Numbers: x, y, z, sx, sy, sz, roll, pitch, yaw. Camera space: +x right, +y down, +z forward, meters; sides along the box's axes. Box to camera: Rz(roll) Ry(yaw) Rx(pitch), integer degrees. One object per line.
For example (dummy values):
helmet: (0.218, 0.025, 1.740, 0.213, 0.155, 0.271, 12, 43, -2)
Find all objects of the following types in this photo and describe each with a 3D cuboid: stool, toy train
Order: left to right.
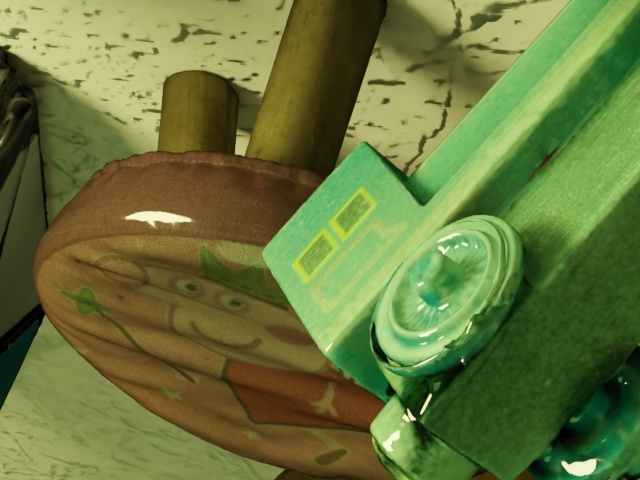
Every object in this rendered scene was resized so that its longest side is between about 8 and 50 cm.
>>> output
stool: (0.000, 0.000, 1.026, 0.272, 0.178, 0.272, 17, 151, 9)
toy train: (0.113, -0.037, 0.768, 0.120, 0.298, 0.194, 39, -173, -28)

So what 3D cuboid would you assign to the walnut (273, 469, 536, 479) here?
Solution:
walnut: (0.080, 0.282, 1.363, 0.333, 0.332, 0.333, 17, 152, 9)

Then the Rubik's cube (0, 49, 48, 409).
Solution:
Rubik's cube: (-0.357, 0.035, 1.215, 0.305, 0.310, 0.307, 16, 151, 5)
